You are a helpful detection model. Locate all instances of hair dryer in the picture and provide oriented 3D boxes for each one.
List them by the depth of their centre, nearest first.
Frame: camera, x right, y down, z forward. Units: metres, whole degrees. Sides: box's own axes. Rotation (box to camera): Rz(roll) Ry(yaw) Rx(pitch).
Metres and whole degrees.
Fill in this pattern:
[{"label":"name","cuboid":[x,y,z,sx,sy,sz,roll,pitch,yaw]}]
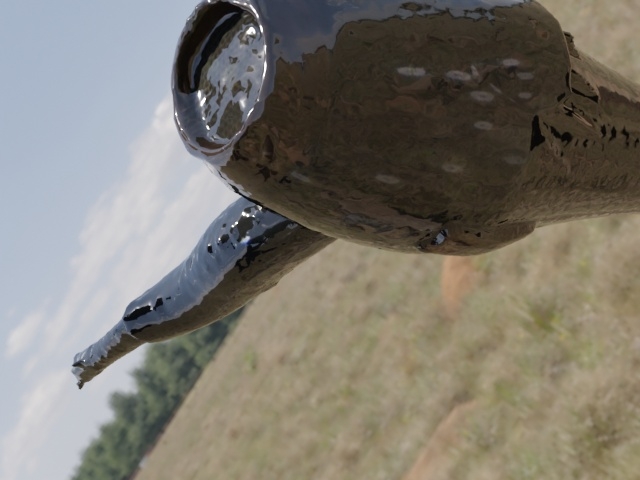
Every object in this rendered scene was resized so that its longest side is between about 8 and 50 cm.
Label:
[{"label":"hair dryer","cuboid":[0.000,0.000,0.589,0.303,0.120,0.359,3,-26,-44]}]
